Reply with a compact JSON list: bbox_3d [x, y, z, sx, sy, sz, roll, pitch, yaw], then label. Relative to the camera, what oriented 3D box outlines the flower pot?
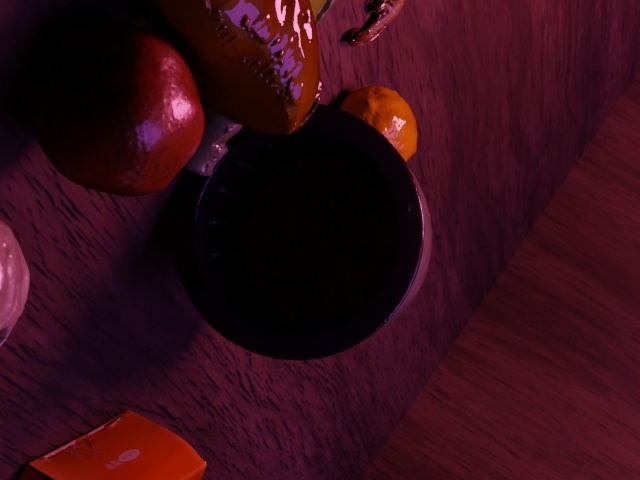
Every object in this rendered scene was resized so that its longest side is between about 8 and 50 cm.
[{"bbox_3d":[0.000,0.000,1.790,0.294,0.293,0.330,-59,169,2],"label":"flower pot"}]

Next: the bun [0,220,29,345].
[{"bbox_3d":[-0.328,0.062,1.292,0.183,0.102,0.183,-48,157,-29],"label":"bun"}]

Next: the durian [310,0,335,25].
[{"bbox_3d":[-0.050,-0.264,1.470,0.139,0.101,0.250,22,100,-56],"label":"durian"}]

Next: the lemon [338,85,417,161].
[{"bbox_3d":[0.077,-0.147,1.986,0.114,0.114,0.155,-53,153,-14],"label":"lemon"}]

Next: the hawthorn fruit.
[{"bbox_3d":[-0.171,-0.113,1.319,0.157,0.157,0.194,-59,153,4],"label":"hawthorn fruit"}]

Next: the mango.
[{"bbox_3d":[-0.083,-0.204,1.331,0.156,0.151,0.249,-91,156,-59],"label":"mango"}]

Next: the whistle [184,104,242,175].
[{"bbox_3d":[-0.079,-0.187,1.605,0.258,0.067,0.126,-58,169,15],"label":"whistle"}]

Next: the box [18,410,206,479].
[{"bbox_3d":[-0.305,0.408,1.847,0.225,0.143,0.341,-24,143,-60],"label":"box"}]

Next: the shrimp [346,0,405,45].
[{"bbox_3d":[0.067,-0.306,1.849,0.124,0.034,0.178,-52,167,3],"label":"shrimp"}]
